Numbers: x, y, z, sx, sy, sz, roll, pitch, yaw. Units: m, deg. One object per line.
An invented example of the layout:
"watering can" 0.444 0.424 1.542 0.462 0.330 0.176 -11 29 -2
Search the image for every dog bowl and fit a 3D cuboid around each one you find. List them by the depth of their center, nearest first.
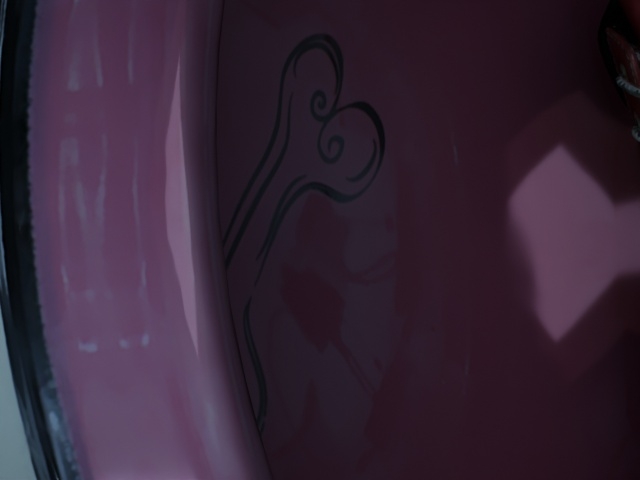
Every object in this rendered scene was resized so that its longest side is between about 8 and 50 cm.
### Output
"dog bowl" 0.000 0.000 0.588 0.150 0.408 0.408 -7 80 33

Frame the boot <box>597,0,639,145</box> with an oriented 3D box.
"boot" 0.130 0.015 0.577 0.088 0.176 0.244 -13 44 28
